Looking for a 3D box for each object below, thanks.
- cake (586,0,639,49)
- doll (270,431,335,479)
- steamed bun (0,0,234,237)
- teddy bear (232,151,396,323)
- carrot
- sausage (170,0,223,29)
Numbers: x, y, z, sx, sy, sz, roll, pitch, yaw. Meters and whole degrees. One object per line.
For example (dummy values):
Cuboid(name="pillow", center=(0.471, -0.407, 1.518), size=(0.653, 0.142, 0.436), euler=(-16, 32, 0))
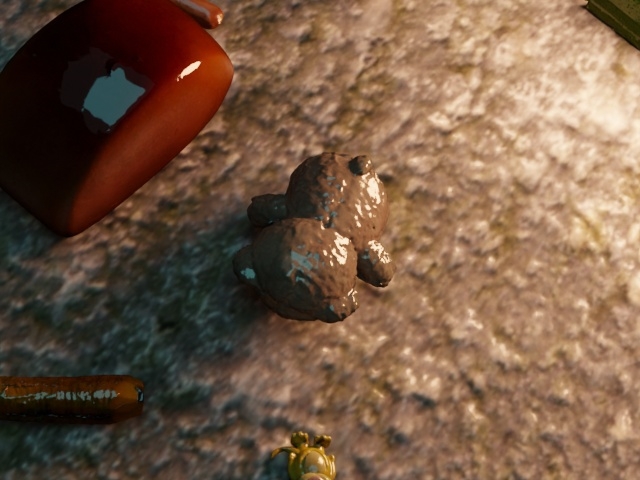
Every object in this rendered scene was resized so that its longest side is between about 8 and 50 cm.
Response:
Cuboid(name="cake", center=(0.552, -0.359, 1.926), size=(0.235, 0.100, 0.099), euler=(20, 66, -2))
Cuboid(name="doll", center=(-0.025, 0.351, 1.556), size=(0.145, 0.096, 0.188), euler=(-11, 61, -22))
Cuboid(name="steamed bun", center=(-0.308, -0.204, 1.640), size=(0.235, 0.248, 0.379), euler=(42, 69, 9))
Cuboid(name="teddy bear", center=(0.001, -0.001, 1.664), size=(0.236, 0.151, 0.267), euler=(23, 66, 2))
Cuboid(name="carrot", center=(-0.371, 0.213, 1.563), size=(0.260, 0.070, 0.070), euler=(3, 68, -8))
Cuboid(name="sausage", center=(-0.217, -0.376, 1.834), size=(0.131, 0.041, 0.039), euler=(26, 62, 1))
